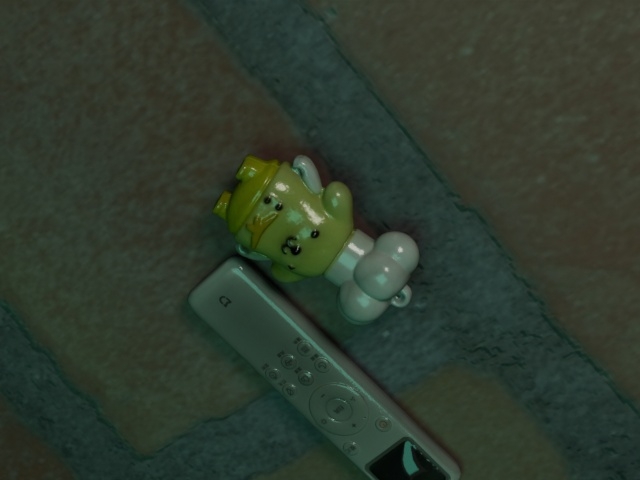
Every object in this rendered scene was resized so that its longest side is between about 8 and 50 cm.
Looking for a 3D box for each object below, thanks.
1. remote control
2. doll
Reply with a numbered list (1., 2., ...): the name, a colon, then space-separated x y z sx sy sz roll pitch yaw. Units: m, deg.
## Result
1. remote control: 0.003 0.118 1.378 0.261 0.029 0.067 44 122 -9
2. doll: 0.000 0.000 1.294 0.162 0.062 0.106 33 127 -3
